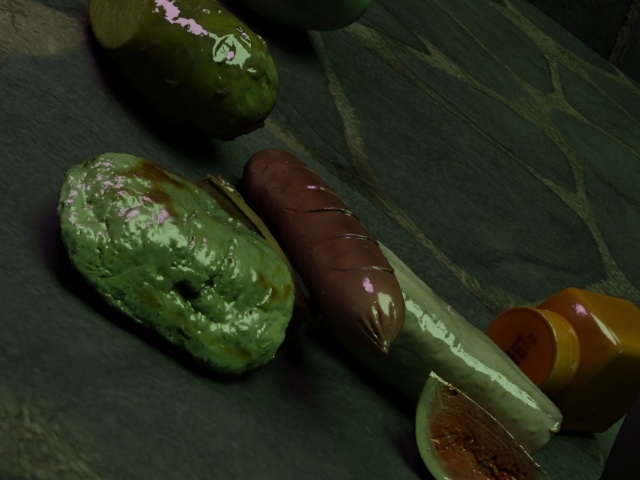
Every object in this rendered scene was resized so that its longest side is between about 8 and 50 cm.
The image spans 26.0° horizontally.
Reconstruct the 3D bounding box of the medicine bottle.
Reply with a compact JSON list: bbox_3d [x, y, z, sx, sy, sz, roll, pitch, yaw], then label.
[{"bbox_3d":[0.290,0.138,1.610,0.222,0.149,0.112,13,33,-48],"label":"medicine bottle"}]

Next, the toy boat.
[{"bbox_3d":[-0.070,0.016,1.392,0.206,0.064,0.072,55,7,25],"label":"toy boat"}]

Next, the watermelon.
[{"bbox_3d":[0.137,0.214,1.338,0.163,0.087,0.069,42,53,9],"label":"watermelon"}]

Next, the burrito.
[{"bbox_3d":[0.110,0.113,1.438,0.299,0.105,0.143,41,12,5],"label":"burrito"}]

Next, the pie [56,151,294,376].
[{"bbox_3d":[-0.129,0.007,1.263,0.248,0.090,0.201,34,29,-16],"label":"pie"}]

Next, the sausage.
[{"bbox_3d":[0.000,-0.002,1.412,0.088,0.088,0.433,28,13,-28],"label":"sausage"}]

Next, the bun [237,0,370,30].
[{"bbox_3d":[-0.064,-0.419,2.074,0.293,0.187,0.293,54,2,-3],"label":"bun"}]

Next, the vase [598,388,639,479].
[{"bbox_3d":[0.334,0.214,1.312,0.173,0.321,0.173,31,24,-15],"label":"vase"}]

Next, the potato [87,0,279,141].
[{"bbox_3d":[-0.168,-0.226,1.593,0.298,0.141,0.176,42,5,29],"label":"potato"}]
